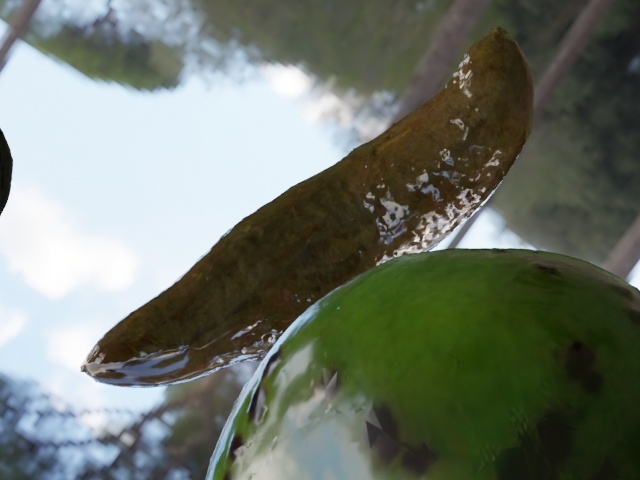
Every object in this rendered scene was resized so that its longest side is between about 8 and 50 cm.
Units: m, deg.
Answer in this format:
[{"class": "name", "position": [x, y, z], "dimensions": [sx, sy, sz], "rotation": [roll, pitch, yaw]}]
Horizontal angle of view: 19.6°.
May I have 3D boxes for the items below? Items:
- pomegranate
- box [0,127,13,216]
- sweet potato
[{"class": "pomegranate", "position": [0.068, 0.092, 0.683], "dimensions": [0.211, 0.211, 0.263], "rotation": [35, -148, -3]}, {"class": "box", "position": [-0.350, 0.045, 0.845], "dimensions": [0.359, 0.350, 0.091], "rotation": [16, 157, 2]}, {"class": "sweet potato", "position": [0.003, 0.001, 1.191], "dimensions": [0.092, 0.341, 0.114], "rotation": [53, 179, 35]}]
